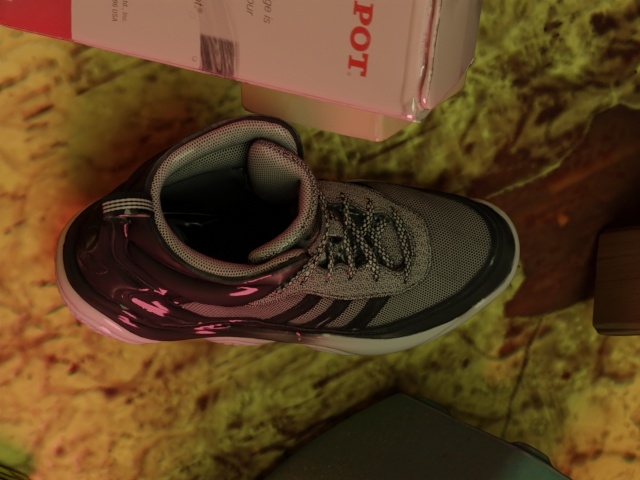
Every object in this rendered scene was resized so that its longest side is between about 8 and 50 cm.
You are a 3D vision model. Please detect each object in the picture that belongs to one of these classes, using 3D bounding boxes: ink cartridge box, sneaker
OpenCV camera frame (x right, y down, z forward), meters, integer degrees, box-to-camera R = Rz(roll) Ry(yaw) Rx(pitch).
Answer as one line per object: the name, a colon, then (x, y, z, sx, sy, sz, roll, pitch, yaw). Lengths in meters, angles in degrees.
ink cartridge box: (-0.032, -0.160, 0.785, 0.218, 0.092, 0.158, 16, 118, 18)
sneaker: (0.000, 0.000, 0.926, 0.268, 0.153, 0.101, -2, 75, -17)

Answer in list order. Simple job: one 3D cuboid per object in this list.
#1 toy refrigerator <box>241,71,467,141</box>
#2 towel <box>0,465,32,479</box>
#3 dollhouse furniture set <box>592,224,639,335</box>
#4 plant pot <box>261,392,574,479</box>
toy refrigerator: (0.017, -0.197, 0.868, 0.102, 0.094, 0.269, -36, 134, -51)
towel: (-0.264, 0.223, 1.019, 0.102, 0.021, 0.237, 25, 103, -28)
dollhouse furniture set: (0.309, 0.197, 1.046, 0.256, 0.362, 0.394, 8, 83, -25)
plant pot: (0.073, 0.242, 1.038, 0.247, 0.248, 0.252, 34, 83, -30)
